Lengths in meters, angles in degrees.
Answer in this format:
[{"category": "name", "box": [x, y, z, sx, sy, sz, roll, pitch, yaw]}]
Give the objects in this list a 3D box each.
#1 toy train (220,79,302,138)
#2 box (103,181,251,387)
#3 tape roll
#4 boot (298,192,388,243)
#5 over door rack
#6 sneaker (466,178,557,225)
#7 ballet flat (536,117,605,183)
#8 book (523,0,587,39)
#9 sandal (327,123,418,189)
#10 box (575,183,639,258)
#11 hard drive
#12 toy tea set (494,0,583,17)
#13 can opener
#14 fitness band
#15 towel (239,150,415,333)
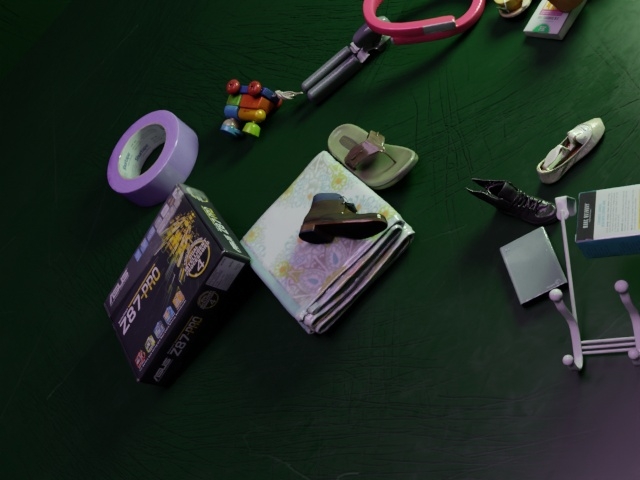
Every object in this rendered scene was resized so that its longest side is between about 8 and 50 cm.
[{"category": "toy train", "box": [-0.161, -0.336, 2.224, 0.248, 0.105, 0.143, 14, 83, 43]}, {"category": "box", "box": [-0.356, 0.103, 2.037, 0.395, 0.097, 0.318, -55, 40, 16]}, {"category": "tape roll", "box": [-0.482, -0.235, 2.417, 0.275, 0.090, 0.274, -20, 52, 27]}, {"category": "boot", "box": [0.051, -0.061, 1.769, 0.219, 0.082, 0.106, -7, 60, 36]}, {"category": "over door rack", "box": [0.510, 0.045, 1.402, 0.240, 0.108, 0.324, -10, 67, 33]}, {"category": "sneaker", "box": [0.374, -0.079, 1.633, 0.170, 0.089, 0.051, 17, 74, 44]}, {"category": "ballet flat", "box": [0.486, -0.180, 1.634, 0.168, 0.052, 0.057, -49, 44, 2]}, {"category": "book", "box": [0.519, -0.506, 1.837, 0.096, 0.035, 0.144, 23, 80, 49]}, {"category": "sandal", "box": [0.100, -0.203, 1.926, 0.120, 0.086, 0.303, -48, 42, -8]}, {"category": "box", "box": [0.536, -0.037, 1.336, 0.244, 0.060, 0.100, -8, 54, 34]}, {"category": "hard drive", "box": [0.400, 0.050, 1.577, 0.094, 0.022, 0.135, -29, 49, 20]}, {"category": "toy tea set", "box": [0.462, -0.601, 1.843, 0.336, 0.124, 0.200, 10, 69, 51]}, {"category": "can opener", "box": [0.064, -0.465, 2.131, 0.280, 0.093, 0.074, -41, 52, 13]}, {"category": "fitness band", "box": [0.247, -0.565, 2.015, 0.291, 0.054, 0.209, -4, 56, 14]}, {"category": "towel", "box": [0.000, 0.000, 1.886, 0.320, 0.090, 0.374, -46, 44, 1]}]
